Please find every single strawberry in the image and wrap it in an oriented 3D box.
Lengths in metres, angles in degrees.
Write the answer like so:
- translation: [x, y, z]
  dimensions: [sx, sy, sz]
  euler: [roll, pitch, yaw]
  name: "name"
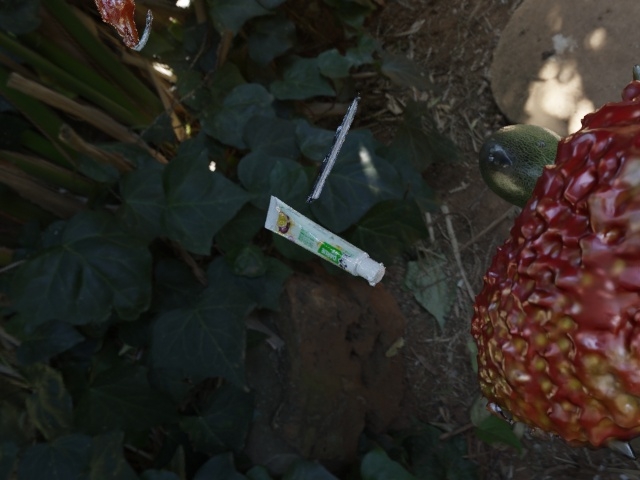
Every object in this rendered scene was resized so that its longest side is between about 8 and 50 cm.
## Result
- translation: [0.218, 0.025, 0.362]
  dimensions: [0.307, 0.137, 0.233]
  euler: [-56, 46, 9]
  name: "strawberry"

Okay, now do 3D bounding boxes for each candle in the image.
- translation: [-0.217, -0.269, 0.548]
  dimensions: [0.048, 0.162, 0.053]
  euler: [-25, 0, -14]
  name: "candle"

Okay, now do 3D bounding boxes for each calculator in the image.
- translation: [0.031, -0.215, 1.280]
  dimensions: [0.166, 0.028, 0.274]
  euler: [-91, 25, -84]
  name: "calculator"

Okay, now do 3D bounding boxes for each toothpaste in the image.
- translation: [0.000, 0.000, 1.118]
  dimensions: [0.314, 0.056, 0.058]
  euler: [29, 73, 31]
  name: "toothpaste"

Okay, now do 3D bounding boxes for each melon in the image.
- translation: [0.259, -0.089, 0.655]
  dimensions: [0.099, 0.099, 0.162]
  euler: [-53, 27, 9]
  name: "melon"
